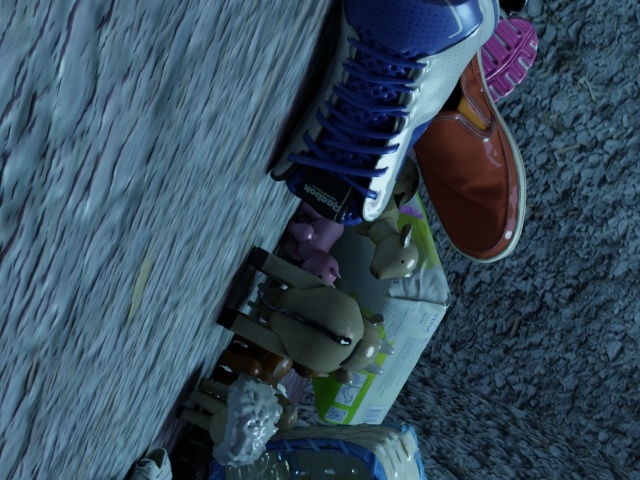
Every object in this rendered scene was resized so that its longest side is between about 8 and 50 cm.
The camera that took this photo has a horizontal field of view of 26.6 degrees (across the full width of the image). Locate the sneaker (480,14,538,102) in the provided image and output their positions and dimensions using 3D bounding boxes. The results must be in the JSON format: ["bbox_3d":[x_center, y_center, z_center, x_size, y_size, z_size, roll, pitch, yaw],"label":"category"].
[{"bbox_3d":[0.141,-0.201,1.635,0.252,0.103,0.111,-28,-157,12],"label":"sneaker"}]

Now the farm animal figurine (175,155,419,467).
[{"bbox_3d":[0.010,0.067,1.447,0.330,0.172,0.327,-65,175,14],"label":"farm animal figurine"}]

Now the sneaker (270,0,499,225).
[{"bbox_3d":[0.049,-0.113,1.171,0.315,0.127,0.182,109,6,-70],"label":"sneaker"}]

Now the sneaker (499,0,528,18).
[{"bbox_3d":[0.181,-0.300,1.589,0.086,0.132,0.229,-65,175,16],"label":"sneaker"}]

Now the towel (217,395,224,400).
[{"bbox_3d":[-0.150,0.261,1.667,0.144,0.029,0.197,-62,178,-20],"label":"towel"}]

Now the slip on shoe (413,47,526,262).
[{"bbox_3d":[0.132,-0.127,1.433,0.101,0.123,0.331,-36,116,-51],"label":"slip on shoe"}]

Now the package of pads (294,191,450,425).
[{"bbox_3d":[0.059,0.053,1.699,0.296,0.101,0.229,-102,-150,-49],"label":"package of pads"}]

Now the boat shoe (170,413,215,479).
[{"bbox_3d":[-0.141,0.240,1.519,0.152,0.056,0.049,-50,142,-37],"label":"boat shoe"}]

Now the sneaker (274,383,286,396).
[{"bbox_3d":[-0.106,0.327,2.320,0.075,0.063,0.170,14,97,-86],"label":"sneaker"}]

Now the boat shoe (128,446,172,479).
[{"bbox_3d":[-0.163,0.220,1.254,0.100,0.035,0.035,-42,131,-69],"label":"boat shoe"}]

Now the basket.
[{"bbox_3d":[-0.016,0.309,1.447,0.289,0.254,0.201,-20,100,-54],"label":"basket"}]
